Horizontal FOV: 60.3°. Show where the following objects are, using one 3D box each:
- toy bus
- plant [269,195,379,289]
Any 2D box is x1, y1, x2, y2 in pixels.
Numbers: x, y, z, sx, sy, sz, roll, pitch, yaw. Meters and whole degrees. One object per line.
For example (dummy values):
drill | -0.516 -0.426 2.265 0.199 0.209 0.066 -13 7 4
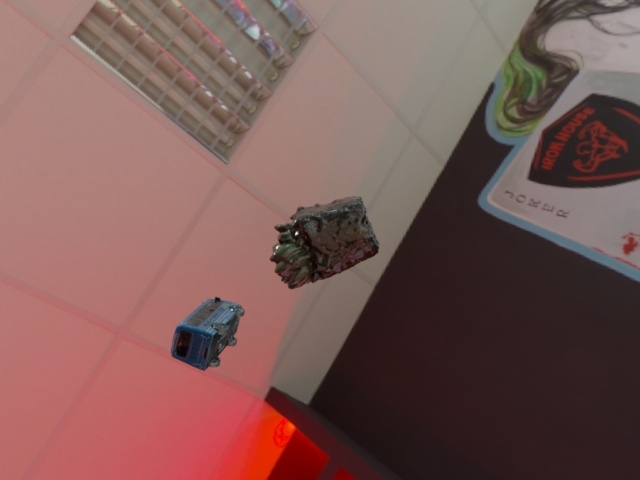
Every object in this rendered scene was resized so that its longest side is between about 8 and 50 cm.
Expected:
toy bus | -0.301 0.244 1.495 0.134 0.246 0.113 17 -75 5
plant | 0.000 0.000 0.988 0.194 0.129 0.132 -21 -79 5
